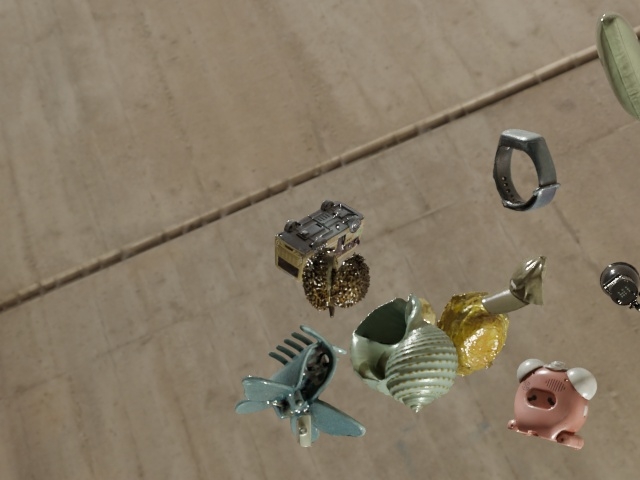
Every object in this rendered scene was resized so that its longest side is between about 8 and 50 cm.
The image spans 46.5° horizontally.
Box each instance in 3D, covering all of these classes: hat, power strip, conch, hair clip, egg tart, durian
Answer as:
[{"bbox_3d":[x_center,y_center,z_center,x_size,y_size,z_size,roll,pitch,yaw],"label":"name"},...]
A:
[{"bbox_3d":[0.499,0.104,1.925,0.166,0.173,0.144,-54,138,-61],"label":"hat"},{"bbox_3d":[-0.035,0.400,1.568,0.253,0.027,0.060,104,-15,-76],"label":"power strip"},{"bbox_3d":[0.151,0.200,1.267,0.131,0.172,0.200,57,30,-31],"label":"conch"},{"bbox_3d":[-0.066,0.436,2.256,0.318,0.392,0.239,-47,-159,52],"label":"hair clip"},{"bbox_3d":[0.578,0.361,2.757,0.339,0.352,0.153,19,17,-32],"label":"egg tart"},{"bbox_3d":[0.042,0.116,1.996,0.196,0.196,0.167,66,4,30],"label":"durian"}]

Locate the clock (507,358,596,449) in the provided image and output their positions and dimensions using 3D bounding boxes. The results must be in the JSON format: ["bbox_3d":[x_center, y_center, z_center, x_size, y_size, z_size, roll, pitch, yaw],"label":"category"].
[{"bbox_3d":[0.463,0.322,1.504,0.165,0.162,0.092,5,-15,45],"label":"clock"}]

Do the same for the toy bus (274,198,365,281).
[{"bbox_3d":[0.000,0.000,2.238,0.139,0.289,0.157,31,-47,27],"label":"toy bus"}]

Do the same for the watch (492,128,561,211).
[{"bbox_3d":[0.475,-0.156,1.731,0.206,0.068,0.193,-141,-141,-67],"label":"watch"}]

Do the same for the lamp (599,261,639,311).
[{"bbox_3d":[1.118,0.180,2.744,0.172,0.147,0.227,49,20,3],"label":"lamp"}]

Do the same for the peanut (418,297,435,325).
[{"bbox_3d":[0.228,0.254,1.855,0.098,0.103,0.230,-31,128,-76],"label":"peanut"}]

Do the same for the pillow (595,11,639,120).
[{"bbox_3d":[0.897,-0.516,2.190,0.322,0.119,0.255,66,25,-9],"label":"pillow"}]
